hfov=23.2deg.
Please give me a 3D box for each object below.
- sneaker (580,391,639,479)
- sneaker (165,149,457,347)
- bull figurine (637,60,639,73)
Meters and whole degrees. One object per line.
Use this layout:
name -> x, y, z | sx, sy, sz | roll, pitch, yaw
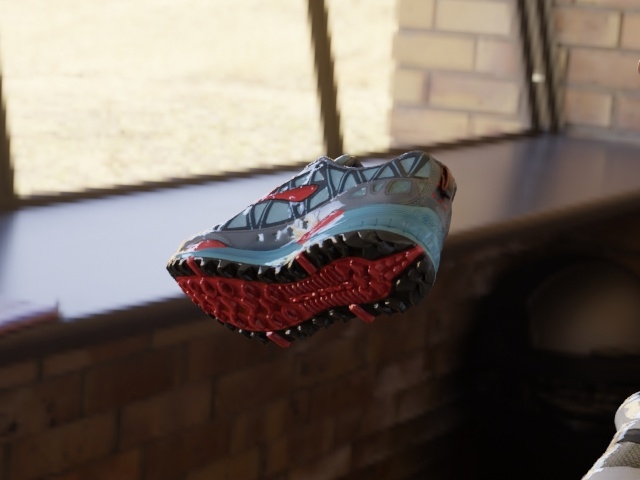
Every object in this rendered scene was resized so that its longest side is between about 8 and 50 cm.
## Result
sneaker -> 0.346, 0.337, 1.134 | 0.447, 0.257, 0.169 | 38, -31, 3
sneaker -> 0.000, 0.000, 1.153 | 0.262, 0.104, 0.125 | -9, 41, 42
bull figurine -> 0.236, -0.228, 0.862 | 0.101, 0.310, 0.188 | 15, -20, 44
